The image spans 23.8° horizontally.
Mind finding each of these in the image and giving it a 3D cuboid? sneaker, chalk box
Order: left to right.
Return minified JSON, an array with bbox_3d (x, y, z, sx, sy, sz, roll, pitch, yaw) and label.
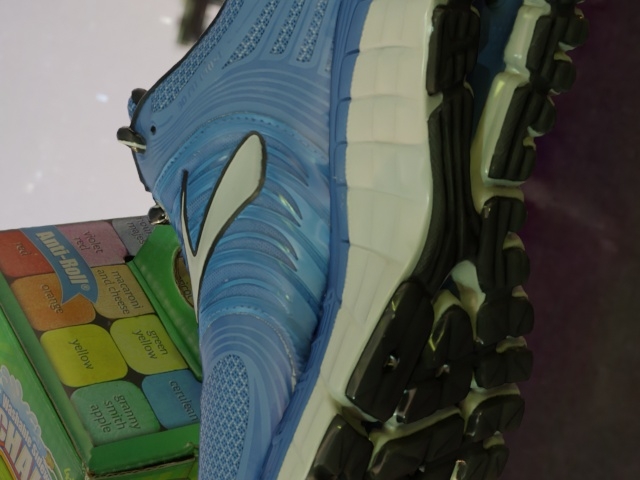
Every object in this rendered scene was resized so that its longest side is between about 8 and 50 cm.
[{"bbox_3d":[-0.110,0.101,0.872,0.179,0.180,0.289,-8,-44,-35],"label":"chalk box"},{"bbox_3d":[0.000,0.000,0.587,0.130,0.147,0.330,4,-78,-50],"label":"sneaker"}]
